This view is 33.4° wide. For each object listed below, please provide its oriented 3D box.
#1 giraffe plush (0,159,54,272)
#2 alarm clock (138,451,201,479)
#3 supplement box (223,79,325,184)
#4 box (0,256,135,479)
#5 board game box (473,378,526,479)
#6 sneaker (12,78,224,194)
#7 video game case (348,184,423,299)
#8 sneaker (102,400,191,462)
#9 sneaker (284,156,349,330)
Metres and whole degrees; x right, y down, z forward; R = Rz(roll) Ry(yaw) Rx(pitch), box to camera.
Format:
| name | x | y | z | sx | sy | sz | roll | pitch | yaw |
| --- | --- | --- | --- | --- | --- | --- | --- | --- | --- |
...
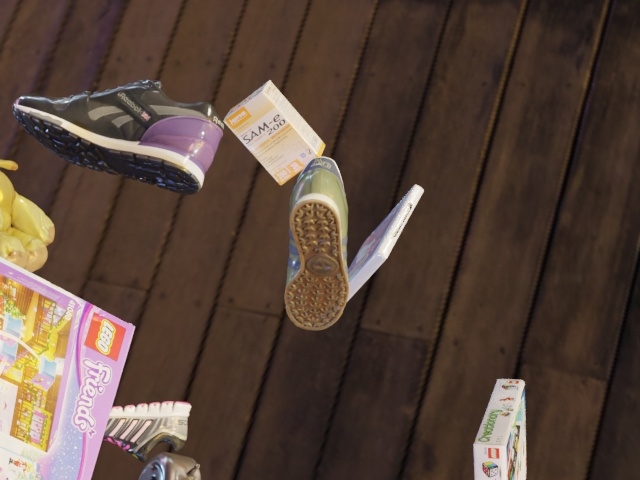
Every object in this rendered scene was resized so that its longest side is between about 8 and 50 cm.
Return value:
| name | x | y | z | sx | sy | sz | roll | pitch | yaw |
| --- | --- | --- | --- | --- | --- | --- | --- | --- | --- |
| giraffe plush | -0.536 | -0.019 | 1.626 | 0.170 | 0.181 | 0.210 | -27 | 92 | 16 |
| alarm clock | -0.240 | 0.381 | 1.583 | 0.192 | 0.064 | 0.129 | -20 | 57 | 59 |
| supplement box | -0.051 | -0.119 | 1.181 | 0.062 | 0.098 | 0.036 | -34 | 18 | 27 |
| box | -0.296 | 0.164 | 0.951 | 0.057 | 0.201 | 0.293 | -30 | 38 | 42 |
| board game box | 0.303 | 0.371 | 1.782 | 0.053 | 0.305 | 0.193 | 0 | 101 | 17 |
| sneaker | -0.263 | -0.158 | 1.415 | 0.283 | 0.107 | 0.124 | 18 | 68 | 12 |
| video game case | 0.093 | 0.016 | 1.844 | 0.023 | 0.201 | 0.183 | 35 | 49 | -3 |
| sneaker | -0.251 | 0.255 | 1.394 | 0.170 | 0.063 | 0.075 | -5 | 78 | -13 |
| sneaker | 0.000 | 0.000 | 1.058 | 0.064 | 0.192 | 0.086 | 4 | 48 | 3 |
